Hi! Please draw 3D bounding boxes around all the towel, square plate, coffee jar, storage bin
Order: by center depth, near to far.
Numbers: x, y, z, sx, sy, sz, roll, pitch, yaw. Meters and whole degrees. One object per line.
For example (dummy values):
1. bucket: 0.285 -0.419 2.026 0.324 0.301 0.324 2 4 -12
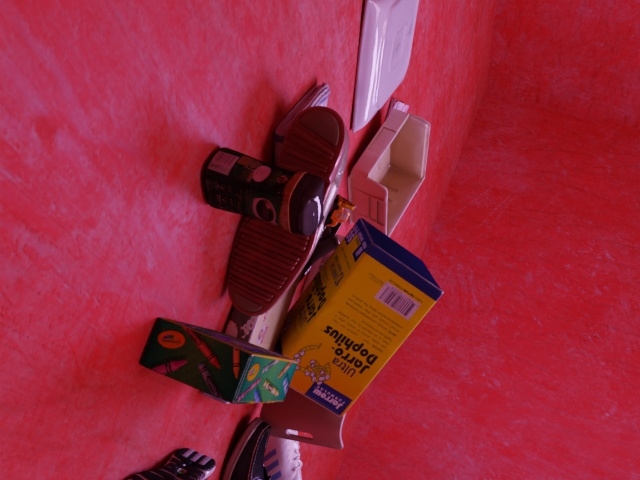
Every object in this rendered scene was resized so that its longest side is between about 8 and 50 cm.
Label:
1. coffee jar: -0.082 -0.074 1.042 0.096 0.184 0.079 91 24 -48
2. towel: -0.038 -0.154 1.380 0.209 0.034 0.285 -55 157 -44
3. square plate: 0.172 -0.487 1.686 0.344 0.049 0.347 -54 157 -45
4. storage bin: 0.191 -0.186 1.903 0.262 0.123 0.260 -56 159 -27
5. towel: 0.228 -0.348 2.062 0.197 0.029 0.144 -18 126 -71

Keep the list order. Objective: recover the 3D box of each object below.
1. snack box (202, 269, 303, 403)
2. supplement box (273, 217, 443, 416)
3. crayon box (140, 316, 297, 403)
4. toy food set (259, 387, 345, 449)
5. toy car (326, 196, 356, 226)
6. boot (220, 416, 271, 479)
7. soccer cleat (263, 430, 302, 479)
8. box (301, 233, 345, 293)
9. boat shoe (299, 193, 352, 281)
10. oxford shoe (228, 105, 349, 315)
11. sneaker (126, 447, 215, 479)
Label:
1. snack box: -0.127 0.166 1.385 0.187 0.060 0.322 43 67 -74
2. supplement box: 0.066 0.164 1.489 0.356 0.195 0.194 -53 -166 11
3. crayon box: -0.157 0.205 1.139 0.278 0.165 0.081 44 66 -72
4. toy food set: 0.004 0.354 1.689 0.092 0.219 0.306 61 42 -44
5. toy car: 0.038 -0.045 1.228 0.122 0.040 0.060 -116 -130 -83
6. boot: -0.097 0.629 1.591 0.138 0.284 0.377 3 104 -74
7. soccer cleat: -0.094 0.551 1.777 0.116 0.143 0.331 26 83 -74
8. box: 0.073 0.096 1.757 0.119 0.182 0.181 52 58 -71
9. boat shoe: -0.001 -0.004 1.556 0.095 0.095 0.257 78 34 -60
10. oxford shoe: -0.041 -0.043 1.256 0.397 0.140 0.146 -63 165 3
11. sneaker: -0.273 0.475 1.171 0.162 0.106 0.281 -69 165 4
